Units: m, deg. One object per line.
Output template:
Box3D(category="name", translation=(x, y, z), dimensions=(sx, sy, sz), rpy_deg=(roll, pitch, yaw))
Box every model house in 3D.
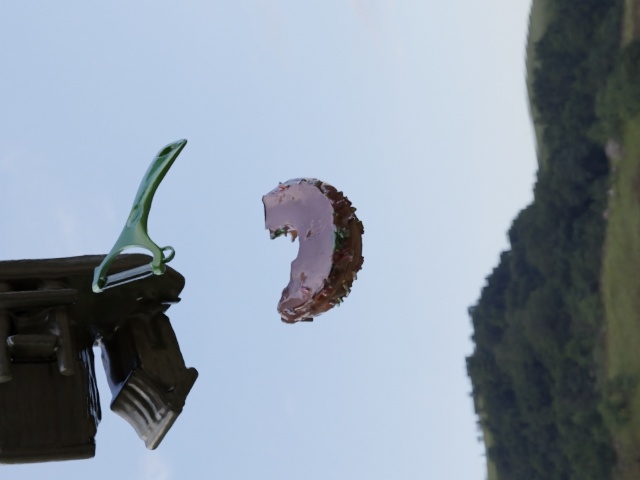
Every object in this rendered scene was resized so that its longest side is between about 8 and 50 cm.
Box3D(category="model house", translation=(-0.228, 0.119, 0.916), dimensions=(0.229, 0.122, 0.188), rpy_deg=(0, -123, -26))

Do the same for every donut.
Box3D(category="donut", translation=(0.000, 0.000, 1.025), dimensions=(0.065, 0.117, 0.166), rpy_deg=(20, -129, -47))

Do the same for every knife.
Box3D(category="knife", translation=(-0.136, -0.031, 0.787), dimensions=(0.166, 0.078, 0.022), rpy_deg=(-80, -31, -41))
